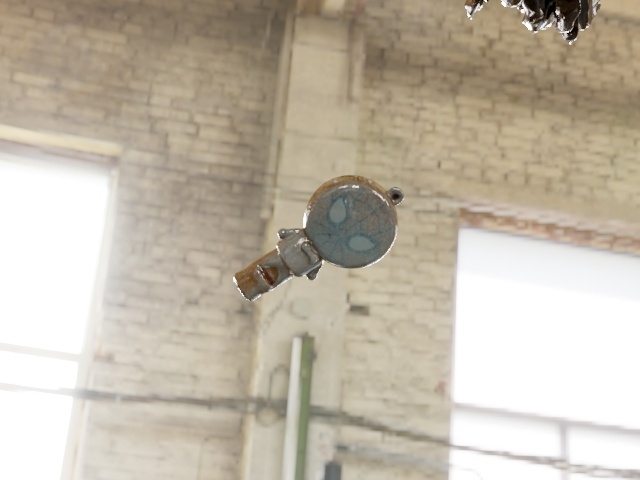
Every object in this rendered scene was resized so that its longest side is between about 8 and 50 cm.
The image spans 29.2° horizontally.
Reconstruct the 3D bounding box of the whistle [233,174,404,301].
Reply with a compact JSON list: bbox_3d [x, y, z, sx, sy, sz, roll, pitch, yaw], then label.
[{"bbox_3d":[0.000,0.000,1.399,0.220,0.057,0.107,-33,-74,10],"label":"whistle"}]

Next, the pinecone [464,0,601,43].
[{"bbox_3d":[0.283,-0.380,1.402,0.384,0.385,0.384,4,-26,2],"label":"pinecone"}]
